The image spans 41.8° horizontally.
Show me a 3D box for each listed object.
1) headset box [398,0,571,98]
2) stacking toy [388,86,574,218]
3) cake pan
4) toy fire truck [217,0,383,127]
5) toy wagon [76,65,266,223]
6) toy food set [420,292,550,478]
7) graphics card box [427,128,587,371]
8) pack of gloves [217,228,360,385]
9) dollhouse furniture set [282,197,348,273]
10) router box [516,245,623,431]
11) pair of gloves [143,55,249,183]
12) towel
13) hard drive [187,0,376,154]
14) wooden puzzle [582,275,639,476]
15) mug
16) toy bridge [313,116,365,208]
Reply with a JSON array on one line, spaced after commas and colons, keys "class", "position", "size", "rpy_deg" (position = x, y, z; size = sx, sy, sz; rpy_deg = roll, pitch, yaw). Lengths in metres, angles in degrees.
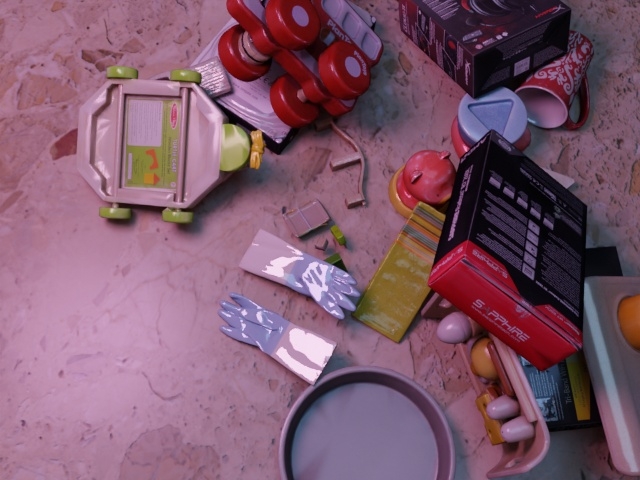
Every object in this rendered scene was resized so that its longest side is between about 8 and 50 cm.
[{"class": "headset box", "position": [0.299, -0.430, 1.609], "size": [0.218, 0.110, 0.293], "rpy_deg": [-26, 51, -11]}, {"class": "stacking toy", "position": [0.313, -0.127, 1.535], "size": [0.279, 0.130, 0.309], "rpy_deg": [40, 73, 10]}, {"class": "cake pan", "position": [0.075, 0.357, 1.388], "size": [0.293, 0.054, 0.293], "rpy_deg": [1, 71, -4]}, {"class": "toy fire truck", "position": [-0.025, -0.369, 1.486], "size": [0.302, 0.169, 0.254], "rpy_deg": [41, 50, -25]}, {"class": "toy wagon", "position": [-0.260, -0.165, 1.476], "size": [0.344, 0.068, 0.267], "rpy_deg": [4, 93, 9]}, {"class": "toy food set", "position": [0.250, 0.230, 1.357], "size": [0.092, 0.220, 0.306], "rpy_deg": [-16, 73, -10]}, {"class": "graphics card box", "position": [0.310, 0.002, 1.333], "size": [0.233, 0.094, 0.371], "rpy_deg": [36, 40, -11]}, {"class": "pack of gloves", "position": [-0.054, 0.115, 1.461], "size": [0.232, 0.046, 0.195], "rpy_deg": [27, 82, 21]}, {"class": "dollhouse furniture set", "position": [0.000, 0.000, 1.524], "size": [0.076, 0.058, 0.152], "rpy_deg": [-29, 56, -6]}, {"class": "router box", "position": [0.421, 0.173, 1.463], "size": [0.243, 0.081, 0.309], "rpy_deg": [-4, 71, -6]}, {"class": "pair of gloves", "position": [-0.247, -0.203, 1.530], "size": [0.204, 0.042, 0.240], "rpy_deg": [-16, 83, 4]}, {"class": "towel", "position": [0.156, 0.055, 1.476], "size": [0.102, 0.021, 0.237], "rpy_deg": [31, 92, 7]}, {"class": "hard drive", "position": [-0.078, -0.361, 1.625], "size": [0.237, 0.064, 0.339], "rpy_deg": [34, 71, 7]}, {"class": "wooden puzzle", "position": [0.598, 0.208, 1.400], "size": [0.347, 0.080, 0.322], "rpy_deg": [0, 71, -31]}, {"class": "mug", "position": [0.464, -0.307, 1.639], "size": [0.113, 0.150, 0.169], "rpy_deg": [11, 60, 39]}, {"class": "toy bridge", "position": [0.049, -0.149, 1.578], "size": [0.063, 0.026, 0.188], "rpy_deg": [-18, 73, -11]}]
